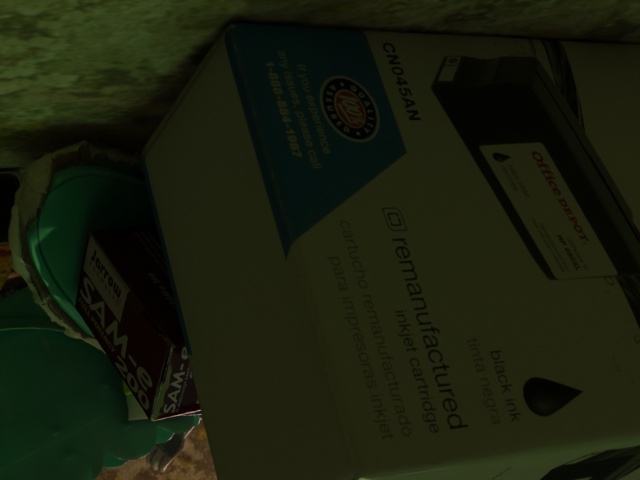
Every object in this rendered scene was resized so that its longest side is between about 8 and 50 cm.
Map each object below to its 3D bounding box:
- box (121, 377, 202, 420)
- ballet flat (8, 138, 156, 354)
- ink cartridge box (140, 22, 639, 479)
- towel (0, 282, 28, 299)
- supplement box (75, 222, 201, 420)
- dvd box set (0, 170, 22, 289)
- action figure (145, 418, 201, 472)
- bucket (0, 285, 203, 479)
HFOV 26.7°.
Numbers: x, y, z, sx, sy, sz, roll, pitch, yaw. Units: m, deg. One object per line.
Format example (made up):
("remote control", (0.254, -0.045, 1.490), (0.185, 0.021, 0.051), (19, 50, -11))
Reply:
("box", (-0.134, 0.066, 1.202), (0.042, 0.178, 0.109), (-20, 165, 39))
("ballet flat", (-0.119, 0.035, 1.084), (0.147, 0.147, 0.409), (-15, 146, 28))
("ink cartridge box", (0.117, 0.024, 0.876), (0.395, 0.285, 0.166), (-3, 154, -31))
("towel", (-0.259, 0.109, 1.479), (0.336, 0.040, 0.243), (-14, 140, 20))
("supplement box", (-0.037, 0.042, 0.963), (0.239, 0.130, 0.073), (-8, 129, -34))
("dvd box set", (-0.426, 0.037, 1.126), (0.308, 0.062, 0.420), (-5, 168, -22))
("action figure", (-0.049, 0.145, 1.582), (0.370, 0.275, 0.248), (27, -147, 7))
("bucket", (-0.269, 0.154, 1.266), (0.281, 0.183, 0.281), (-28, 176, -2))
